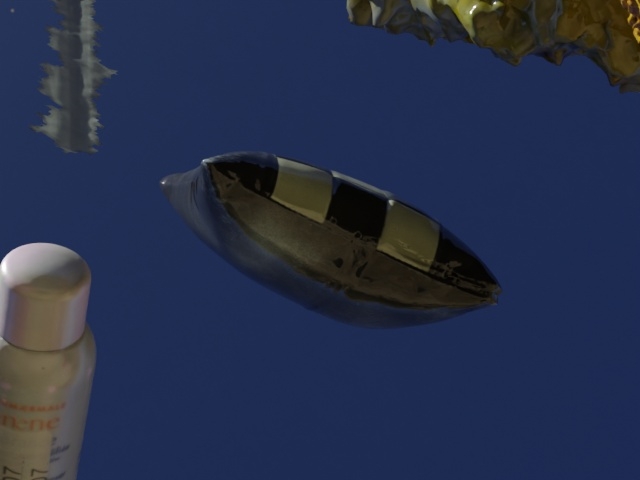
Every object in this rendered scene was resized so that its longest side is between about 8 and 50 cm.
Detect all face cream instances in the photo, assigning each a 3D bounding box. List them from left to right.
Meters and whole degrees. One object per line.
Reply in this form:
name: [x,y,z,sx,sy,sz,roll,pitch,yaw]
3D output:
face cream: [-0.195,0.120,0.990,0.082,0.082,0.269,5,-54,-12]

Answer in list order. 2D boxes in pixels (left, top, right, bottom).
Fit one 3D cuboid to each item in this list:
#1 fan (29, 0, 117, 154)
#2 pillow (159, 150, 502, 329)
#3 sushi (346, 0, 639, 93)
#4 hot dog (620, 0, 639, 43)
fan: [-0.077,-0.109,0.452,0.190,0.329,0.009,13,-59,-21]
pillow: [0.000,0.000,1.165,0.250,0.186,0.106,24,-99,-12]
sushi: [0.208,-0.221,1.024,0.396,0.351,0.240,-4,-70,-54]
hot dog: [0.184,-0.115,0.765,0.045,0.165,0.071,-41,-116,4]
